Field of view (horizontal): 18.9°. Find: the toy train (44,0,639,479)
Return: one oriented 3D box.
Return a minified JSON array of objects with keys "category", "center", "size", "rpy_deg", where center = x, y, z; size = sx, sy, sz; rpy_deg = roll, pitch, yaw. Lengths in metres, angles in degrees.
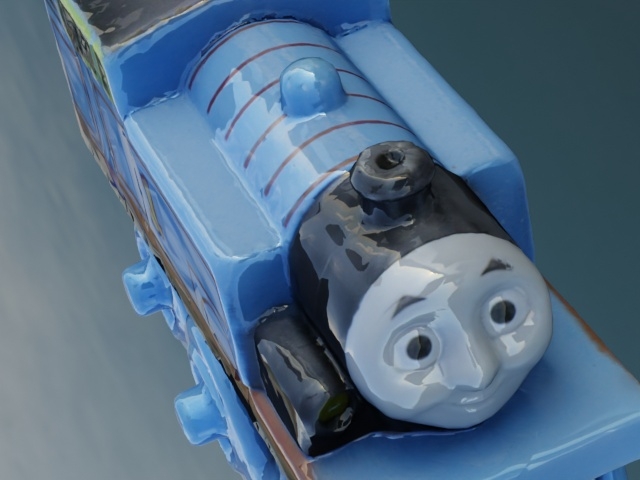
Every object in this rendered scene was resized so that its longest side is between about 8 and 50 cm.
[{"category":"toy train","center":[0.000,0.000,0.397],"size":[0.184,0.080,0.105],"rpy_deg":[-125,16,-51]}]
